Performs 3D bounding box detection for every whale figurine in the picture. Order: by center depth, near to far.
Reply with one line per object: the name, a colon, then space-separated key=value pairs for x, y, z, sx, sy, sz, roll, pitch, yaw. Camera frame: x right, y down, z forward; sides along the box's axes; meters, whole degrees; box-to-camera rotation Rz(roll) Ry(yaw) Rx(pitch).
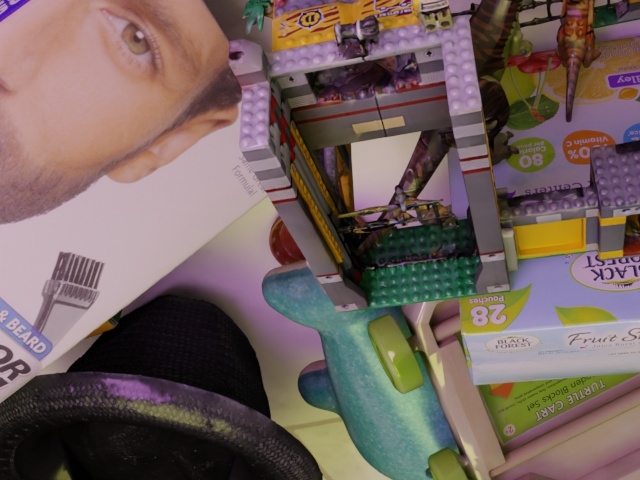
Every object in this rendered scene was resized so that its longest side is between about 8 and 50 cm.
whale figurine: x=0.068 y=0.110 z=0.697 sx=0.216 sy=0.141 sz=0.272 roll=-24 pitch=131 yaw=27

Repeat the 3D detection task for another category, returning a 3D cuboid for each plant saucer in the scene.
plant saucer: x=0.000 y=0.000 z=0.688 sx=0.083 sy=0.013 sz=0.083 roll=3 pitch=134 yaw=3

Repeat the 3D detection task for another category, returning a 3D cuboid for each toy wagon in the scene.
toy wagon: x=0.200 y=0.112 z=0.628 sx=0.267 sy=0.068 sz=0.344 roll=-25 pitch=106 yaw=-3

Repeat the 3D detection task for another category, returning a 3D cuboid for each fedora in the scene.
fedora: x=-0.142 y=0.156 z=0.756 sx=0.334 sy=0.152 sz=0.334 roll=5 pitch=141 yaw=4

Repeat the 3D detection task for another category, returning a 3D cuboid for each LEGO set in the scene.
LEGO set: x=0.098 y=-0.106 z=0.405 sx=0.331 sy=0.255 sz=0.192 roll=-1 pitch=152 yaw=17

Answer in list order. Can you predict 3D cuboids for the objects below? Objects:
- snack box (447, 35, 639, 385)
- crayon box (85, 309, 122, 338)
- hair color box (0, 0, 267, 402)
snack box: x=0.166 y=-0.025 z=0.504 sx=0.174 sy=0.207 sz=0.070 roll=-7 pitch=145 yaw=12
crayon box: x=-0.376 y=-0.030 z=0.633 sx=0.313 sy=0.106 sz=0.363 roll=-19 pitch=131 yaw=24
hair color box: x=-0.198 y=-0.025 z=0.503 sx=0.339 sy=0.110 sz=0.185 roll=-39 pitch=127 yaw=-6
